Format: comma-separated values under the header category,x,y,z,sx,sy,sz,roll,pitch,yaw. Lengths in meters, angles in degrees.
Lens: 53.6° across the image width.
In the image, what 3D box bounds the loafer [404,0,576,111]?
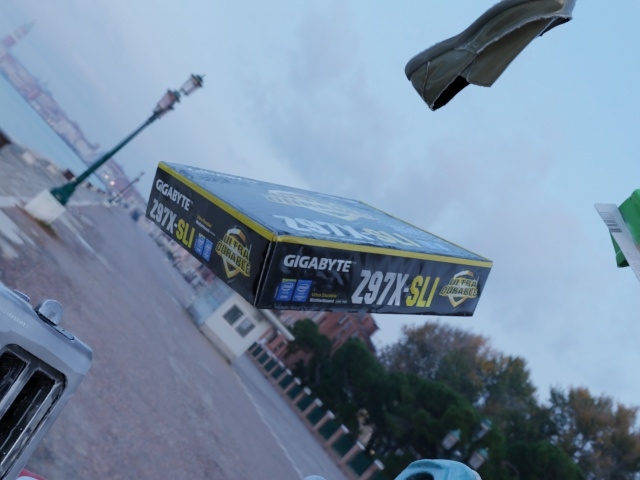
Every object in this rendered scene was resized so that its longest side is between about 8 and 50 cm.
category,x,y,z,sx,sy,sz,roll,pitch,yaw
loafer,0.230,-0.249,0.851,0.251,0.094,0.088,-22,-99,45

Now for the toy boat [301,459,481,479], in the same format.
category,x,y,z,sx,sy,sz,roll,pitch,yaw
toy boat,0.097,0.451,1.034,0.318,0.267,0.148,-20,-79,40

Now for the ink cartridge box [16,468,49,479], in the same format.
category,x,y,z,sx,sy,sz,roll,pitch,yaw
ink cartridge box,-0.407,0.516,0.914,0.271,0.130,0.309,28,12,-7

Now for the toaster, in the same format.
category,x,y,z,sx,sy,sz,roll,pitch,yaw
toaster,-0.279,0.093,0.433,0.110,0.186,0.168,10,-31,37

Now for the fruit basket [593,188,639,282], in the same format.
category,x,y,z,sx,sy,sz,roll,pitch,yaw
fruit basket,0.734,0.062,1.243,0.165,0.326,0.353,119,-40,-56

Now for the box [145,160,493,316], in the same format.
category,x,y,z,sx,sy,sz,roll,pitch,yaw
box,0.000,0.000,0.731,0.321,0.080,0.257,8,16,-39
